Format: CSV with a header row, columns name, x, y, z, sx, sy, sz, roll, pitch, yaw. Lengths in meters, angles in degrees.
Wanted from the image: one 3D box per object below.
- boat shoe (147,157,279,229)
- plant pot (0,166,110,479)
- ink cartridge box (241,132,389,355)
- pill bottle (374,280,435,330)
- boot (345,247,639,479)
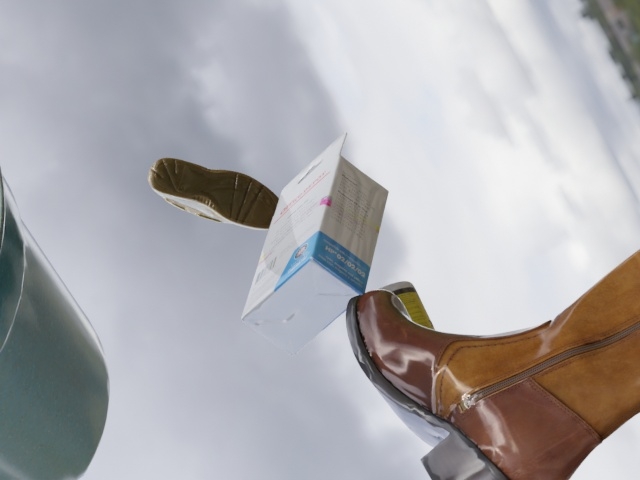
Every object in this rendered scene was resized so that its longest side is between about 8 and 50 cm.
name,x,y,z,sx,sy,sz,roll,pitch,yaw
boat shoe,-0.098,-0.043,1.717,0.135,0.050,0.045,22,167,5
plant pot,-0.336,0.077,1.389,0.334,0.341,0.341,59,-170,-59
ink cartridge box,0.000,0.000,1.568,0.061,0.104,0.181,36,-142,-17
pill bottle,0.079,0.101,1.634,0.116,0.065,0.065,66,-166,17
boot,0.174,0.059,1.373,0.096,0.280,0.264,49,-175,-37
